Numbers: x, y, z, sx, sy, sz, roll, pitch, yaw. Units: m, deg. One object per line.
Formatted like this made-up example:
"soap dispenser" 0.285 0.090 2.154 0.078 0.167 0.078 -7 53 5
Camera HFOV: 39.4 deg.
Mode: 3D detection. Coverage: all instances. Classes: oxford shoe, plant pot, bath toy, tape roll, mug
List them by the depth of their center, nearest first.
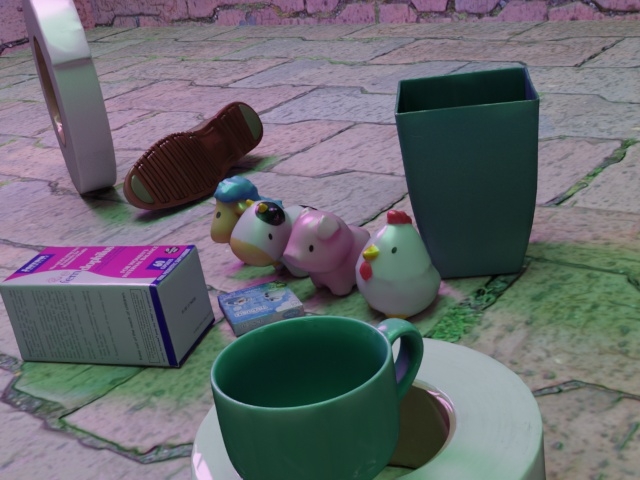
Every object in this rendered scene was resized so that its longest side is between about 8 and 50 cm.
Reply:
"mug" 0.006 0.125 0.648 0.158 0.097 0.129 -8 22 0
"tape roll" 0.040 0.191 0.734 0.286 0.100 0.286 -7 24 3
"plant pot" 0.189 -0.080 1.136 0.166 0.234 0.165 -4 23 9
"bath toy" 0.000 0.000 1.151 0.151 0.129 0.348 -23 28 -37
"oxford shoe" -0.242 -0.135 1.620 0.130 0.123 0.348 -24 10 42
"tape roll" -0.463 -0.279 1.640 0.072 0.392 0.392 -16 24 -17

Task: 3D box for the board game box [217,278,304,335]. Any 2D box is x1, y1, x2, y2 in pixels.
"board game box" -0.076 0.083 1.128 0.090 0.020 0.090 -15 24 -15

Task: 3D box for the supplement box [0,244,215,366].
"supplement box" -0.259 0.077 1.091 0.220 0.114 0.111 -2 25 20
